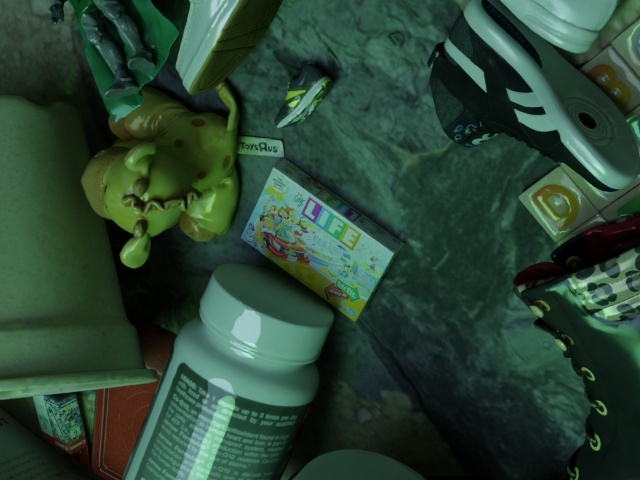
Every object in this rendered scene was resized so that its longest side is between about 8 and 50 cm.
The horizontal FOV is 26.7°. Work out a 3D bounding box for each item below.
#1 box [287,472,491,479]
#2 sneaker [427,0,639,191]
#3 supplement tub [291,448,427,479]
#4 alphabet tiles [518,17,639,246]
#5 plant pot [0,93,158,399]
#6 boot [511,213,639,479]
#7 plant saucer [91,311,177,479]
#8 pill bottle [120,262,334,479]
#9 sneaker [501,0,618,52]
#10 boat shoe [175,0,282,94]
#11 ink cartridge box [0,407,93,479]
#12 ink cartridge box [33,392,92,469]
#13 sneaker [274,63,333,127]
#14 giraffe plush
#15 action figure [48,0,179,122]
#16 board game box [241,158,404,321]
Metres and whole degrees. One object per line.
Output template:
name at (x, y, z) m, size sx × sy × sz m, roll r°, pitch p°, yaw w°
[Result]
box at (0.079, 0.363, 1.498) m, size 0.261 × 0.103 × 0.184 m, roll -6°, pitch 113°, yaw 35°
sneaker at (0.180, -0.103, 1.188) m, size 0.217 × 0.079 × 0.121 m, roll 54°, pitch 134°, yaw 20°
supplement tub at (-0.006, 0.379, 1.348) m, size 0.228 × 0.228 × 0.316 m, roll 38°, pitch 127°, yaw 10°
alphabet tiles at (0.342, -0.026, 1.179) m, size 0.342 × 0.011 × 0.285 m, roll 50°, pitch 130°, yaw 0°
plant pot at (-0.352, 0.015, 1.443) m, size 0.334 × 0.334 × 0.305 m, roll -11°, pitch 81°, yaw 36°
boot at (0.260, 0.145, 1.226) m, size 0.377 × 0.138 × 0.284 m, roll -25°, pitch 101°, yaw 35°
plant saucer at (-0.176, 0.236, 1.626) m, size 0.259 × 0.048 × 0.258 m, roll 23°, pitch 125°, yaw 20°
pill bottle at (-0.097, 0.180, 1.435) m, size 0.161 × 0.161 × 0.283 m, roll 28°, pitch 108°, yaw 17°
sneaker at (0.160, -0.252, 1.143) m, size 0.212 × 0.080 × 0.094 m, roll 33°, pitch 116°, yaw 5°
boat shoe at (-0.081, -0.267, 1.268) m, size 0.096 × 0.098 × 0.277 m, roll 36°, pitch 119°, yaw 12°
ink cartridge box at (-0.375, 0.357, 1.687) m, size 0.306 × 0.226 × 0.131 m, roll 34°, pitch 101°, yaw 13°
ink cartridge box at (-0.331, 0.243, 1.730) m, size 0.063 × 0.029 × 0.115 m, roll 16°, pitch 123°, yaw 42°
sneaker at (-0.020, -0.143, 1.338) m, size 0.083 × 0.031 × 0.035 m, roll -42°, pitch 75°, yaw 36°
giraffe plush at (-0.167, -0.060, 1.380) m, size 0.210 × 0.170 × 0.181 m, roll -10°, pitch 108°, yaw 36°
action figure at (-0.231, -0.251, 1.355) m, size 0.137 × 0.063 × 0.232 m, roll -45°, pitch 63°, yaw 35°
board game box at (0.000, 0.000, 1.399) m, size 0.154 × 0.026 × 0.103 m, roll 36°, pitch 128°, yaw 12°
